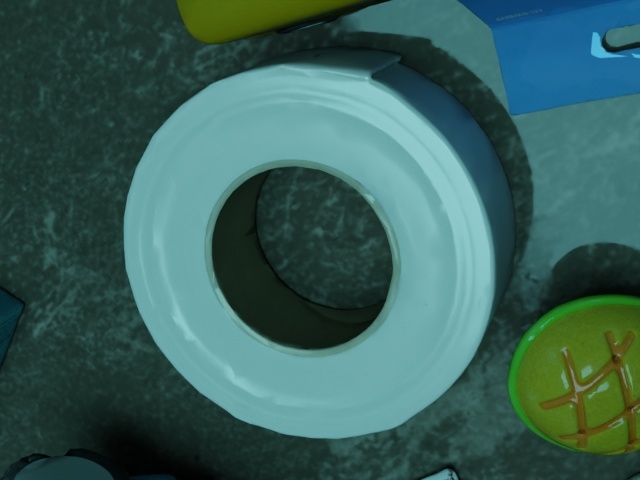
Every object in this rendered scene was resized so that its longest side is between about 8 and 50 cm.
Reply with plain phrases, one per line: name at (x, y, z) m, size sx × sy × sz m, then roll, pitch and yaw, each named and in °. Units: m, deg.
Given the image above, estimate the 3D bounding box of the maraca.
maraca at (0.224, 0.101, 0.888) m, size 0.185 × 0.099 × 0.127 m, roll 13°, pitch 114°, yaw -14°

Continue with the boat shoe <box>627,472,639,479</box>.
boat shoe at (0.317, 0.191, 0.896) m, size 0.206 × 0.065 × 0.075 m, roll -16°, pitch 100°, yaw 22°

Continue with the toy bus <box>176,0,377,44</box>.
toy bus at (0.003, -0.192, 0.764) m, size 0.332 × 0.130 × 0.108 m, roll 0°, pitch 108°, yaw 59°

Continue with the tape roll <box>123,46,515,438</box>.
tape roll at (0.000, 0.000, 0.926) m, size 0.286 × 0.100 × 0.286 m, roll 5°, pitch 107°, yaw 17°

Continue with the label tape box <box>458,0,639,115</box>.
label tape box at (0.182, -0.250, 0.775) m, size 0.240 × 0.106 × 0.334 m, roll -8°, pitch 103°, yaw 28°

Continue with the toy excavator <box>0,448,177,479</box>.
toy excavator at (-0.008, 0.347, 0.955) m, size 0.445 × 0.433 × 0.222 m, roll -2°, pitch 118°, yaw -23°

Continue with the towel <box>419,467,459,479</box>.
towel at (0.100, 0.296, 1.018) m, size 0.144 × 0.029 × 0.197 m, roll -32°, pitch 94°, yaw 23°

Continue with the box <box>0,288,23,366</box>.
box at (-0.356, 0.140, 1.104) m, size 0.100 × 0.060 × 0.244 m, roll 30°, pitch 113°, yaw 8°
